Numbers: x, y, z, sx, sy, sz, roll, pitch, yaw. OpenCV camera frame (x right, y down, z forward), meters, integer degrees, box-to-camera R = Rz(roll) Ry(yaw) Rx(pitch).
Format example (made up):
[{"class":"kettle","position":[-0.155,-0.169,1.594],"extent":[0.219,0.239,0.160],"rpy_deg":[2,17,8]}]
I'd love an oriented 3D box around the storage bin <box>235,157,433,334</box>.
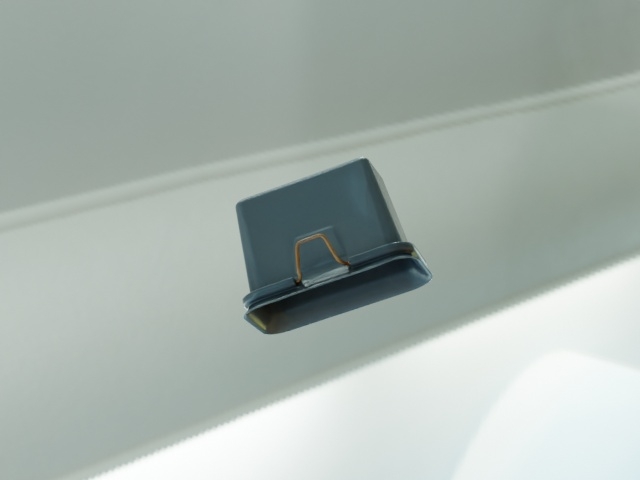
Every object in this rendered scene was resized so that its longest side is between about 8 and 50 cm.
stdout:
[{"class":"storage bin","position":[0.000,0.000,1.163],"extent":[0.098,0.135,0.091],"rpy_deg":[46,-154,-68]}]
